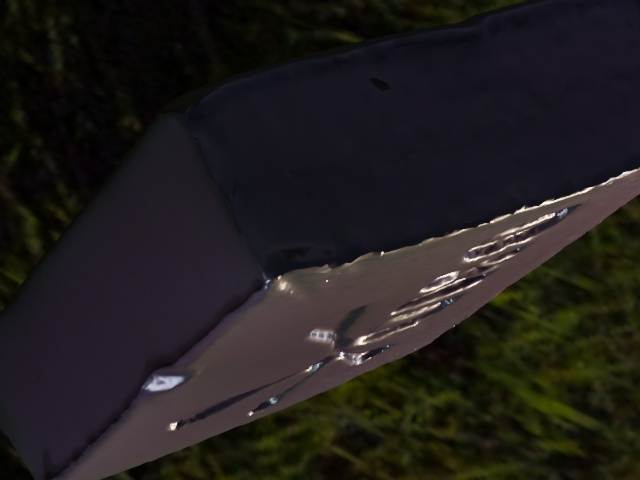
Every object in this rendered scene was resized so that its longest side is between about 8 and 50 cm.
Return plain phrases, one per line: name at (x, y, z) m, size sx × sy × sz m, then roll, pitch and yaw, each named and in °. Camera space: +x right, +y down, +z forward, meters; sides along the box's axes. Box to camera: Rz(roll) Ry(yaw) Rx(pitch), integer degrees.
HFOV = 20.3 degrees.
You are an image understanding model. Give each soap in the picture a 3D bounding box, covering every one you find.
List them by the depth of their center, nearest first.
soap at (0.000, 0.000, 0.898) m, size 0.285 × 0.296 × 0.107 m, roll -18°, pitch 75°, yaw -33°
